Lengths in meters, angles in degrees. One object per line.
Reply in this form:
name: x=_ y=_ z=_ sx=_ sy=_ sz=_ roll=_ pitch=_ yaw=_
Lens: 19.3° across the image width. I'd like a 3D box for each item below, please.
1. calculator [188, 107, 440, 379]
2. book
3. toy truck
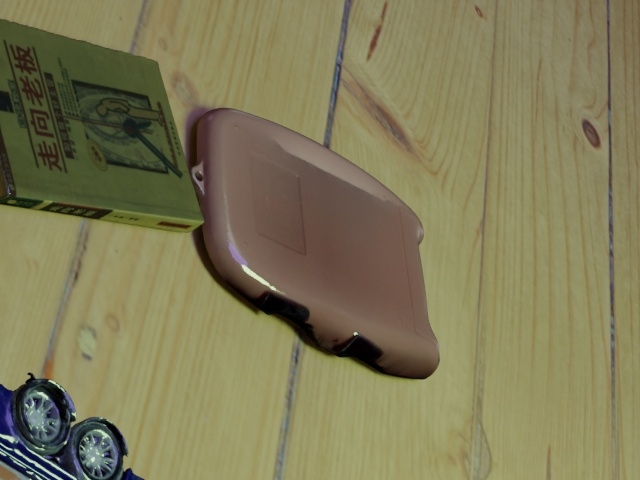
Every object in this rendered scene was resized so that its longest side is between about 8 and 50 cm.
calculator: x=0.000 y=0.000 z=1.718 sx=0.330 sy=0.048 sz=0.220 roll=27 pitch=46 yaw=-41
book: x=-0.193 y=-0.093 z=1.520 sx=0.231 sy=0.026 sz=0.161 roll=9 pitch=59 yaw=-53
toy truck: x=-0.164 y=0.214 z=1.224 sx=0.268 sy=0.124 sz=0.155 roll=39 pitch=44 yaw=-31
